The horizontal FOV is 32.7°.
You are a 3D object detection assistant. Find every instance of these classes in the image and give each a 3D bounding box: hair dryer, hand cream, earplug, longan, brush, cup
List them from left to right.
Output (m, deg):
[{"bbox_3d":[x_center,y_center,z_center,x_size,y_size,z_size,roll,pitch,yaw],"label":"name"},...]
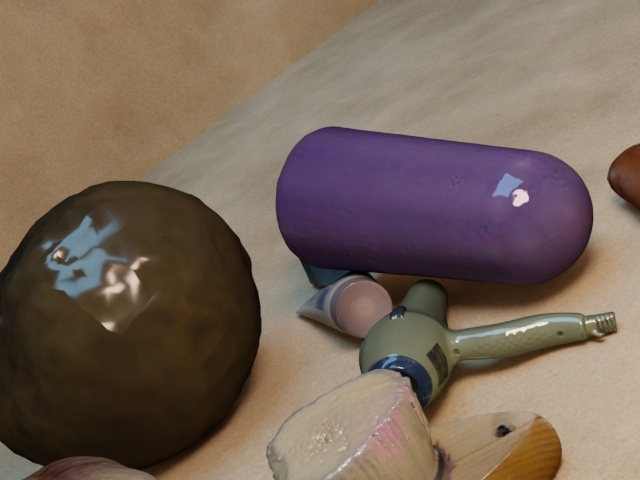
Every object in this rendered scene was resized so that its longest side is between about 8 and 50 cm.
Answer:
[{"bbox_3d":[-0.282,0.127,1.560,0.436,0.404,0.404,-50,7,35],"label":"longan"},{"bbox_3d":[0.000,0.000,1.790,0.095,0.129,0.128,-31,13,-14],"label":"cup"},{"bbox_3d":[0.035,0.089,1.621,0.133,0.083,0.248,-31,9,-5],"label":"hand cream"},{"bbox_3d":[0.097,0.217,1.082,0.267,0.166,0.174,-28,20,3],"label":"brush"},{"bbox_3d":[0.159,-0.041,1.480,0.456,0.215,0.215,9,43,47],"label":"earplug"},{"bbox_3d":[0.181,0.106,1.364,0.298,0.119,0.296,-15,16,-4],"label":"hair dryer"}]

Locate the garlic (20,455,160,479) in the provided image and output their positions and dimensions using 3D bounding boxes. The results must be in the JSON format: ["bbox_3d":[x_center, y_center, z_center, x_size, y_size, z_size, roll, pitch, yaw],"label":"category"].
[{"bbox_3d":[-0.289,0.375,1.201,0.322,0.241,0.322,-17,3,1],"label":"garlic"}]

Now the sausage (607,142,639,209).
[{"bbox_3d":[0.458,-0.047,1.297,0.094,0.094,0.419,6,15,-14],"label":"sausage"}]
